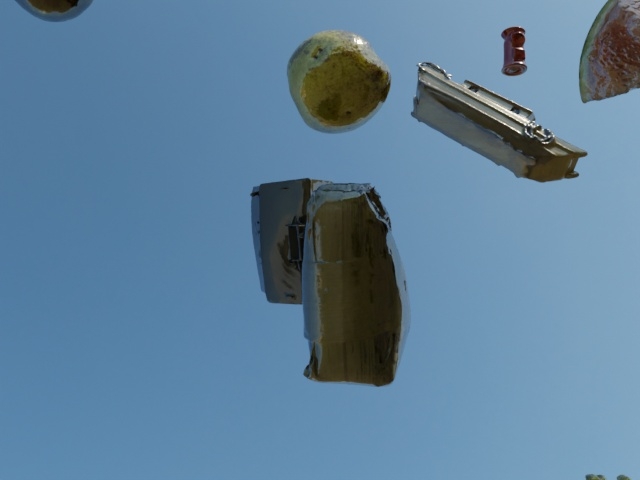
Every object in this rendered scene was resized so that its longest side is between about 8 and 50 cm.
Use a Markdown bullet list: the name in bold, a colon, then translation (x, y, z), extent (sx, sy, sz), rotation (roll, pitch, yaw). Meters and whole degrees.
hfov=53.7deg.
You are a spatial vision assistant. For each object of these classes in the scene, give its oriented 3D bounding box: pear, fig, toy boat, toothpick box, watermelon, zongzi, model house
- **pear**: translation (0.039, -0.309, 1.222), extent (0.198, 0.197, 0.197), rotation (-11, -55, -17)
- **fig**: translation (-0.374, -0.395, 0.905), extent (0.125, 0.236, 0.124), rotation (-5, -55, -7)
- **toy boat**: translation (0.398, -0.269, 1.468), extent (0.162, 0.446, 0.135), rotation (-37, -31, -30)
- **toothpick box**: translation (0.361, -0.355, 1.179), extent (0.047, 0.047, 0.083), rotation (9, -104, -28)
- **watermelon**: translation (0.828, -0.486, 1.560), extent (0.250, 0.293, 0.283), rotation (-43, -44, -30)
- **zongzi**: translation (0.068, 0.049, 0.943), extent (0.145, 0.300, 0.273), rotation (-1, -85, 19)
- **model house**: translation (0.000, 0.000, 1.073), extent (0.205, 0.243, 0.211), rotation (-4, -89, -15)

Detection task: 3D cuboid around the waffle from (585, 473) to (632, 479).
- **waffle**: translation (0.468, 0.502, 1.002), extent (0.310, 0.065, 0.283), rotation (14, -85, 6)
